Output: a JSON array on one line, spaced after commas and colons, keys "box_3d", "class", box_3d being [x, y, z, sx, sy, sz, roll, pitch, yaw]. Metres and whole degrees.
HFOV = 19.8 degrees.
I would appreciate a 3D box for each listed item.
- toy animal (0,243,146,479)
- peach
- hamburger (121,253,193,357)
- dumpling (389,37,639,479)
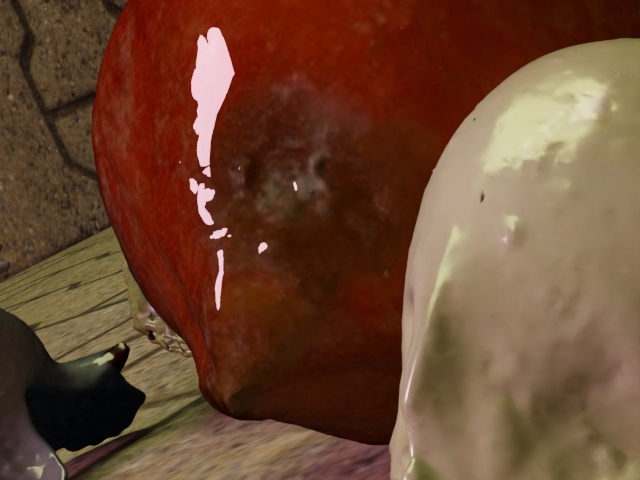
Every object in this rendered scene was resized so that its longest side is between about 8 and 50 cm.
[{"box_3d": [-0.193, 0.068, 0.885, 0.255, 0.176, 0.239, -9, 39, -27], "class": "toy animal"}, {"box_3d": [0.021, -0.033, 0.648, 0.232, 0.232, 0.256, -18, 24, 50], "class": "peach"}, {"box_3d": [0.025, -0.055, 0.903, 0.285, 0.134, 0.265, -16, 30, 3], "class": "hamburger"}, {"box_3d": [0.101, 0.017, 0.480, 0.155, 0.181, 0.111, 8, -21, 20], "class": "dumpling"}]
